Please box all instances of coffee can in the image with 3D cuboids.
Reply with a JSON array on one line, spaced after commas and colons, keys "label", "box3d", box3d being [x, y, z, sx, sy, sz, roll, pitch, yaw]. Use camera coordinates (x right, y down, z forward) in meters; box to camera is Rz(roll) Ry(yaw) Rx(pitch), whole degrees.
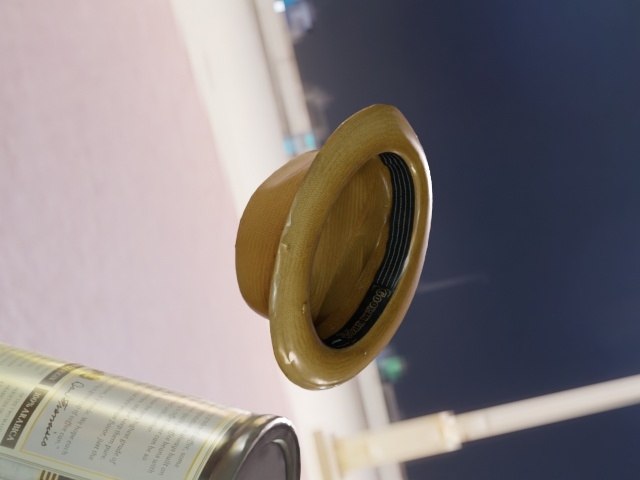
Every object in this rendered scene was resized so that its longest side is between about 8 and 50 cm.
[{"label": "coffee can", "box3d": [-0.177, 0.187, 1.363, 0.201, 0.275, 0.201, 14, 90, -73]}]

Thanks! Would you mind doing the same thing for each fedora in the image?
[{"label": "fedora", "box3d": [0.000, 0.000, 1.262, 0.194, 0.079, 0.194, -30, 128, -49]}]
